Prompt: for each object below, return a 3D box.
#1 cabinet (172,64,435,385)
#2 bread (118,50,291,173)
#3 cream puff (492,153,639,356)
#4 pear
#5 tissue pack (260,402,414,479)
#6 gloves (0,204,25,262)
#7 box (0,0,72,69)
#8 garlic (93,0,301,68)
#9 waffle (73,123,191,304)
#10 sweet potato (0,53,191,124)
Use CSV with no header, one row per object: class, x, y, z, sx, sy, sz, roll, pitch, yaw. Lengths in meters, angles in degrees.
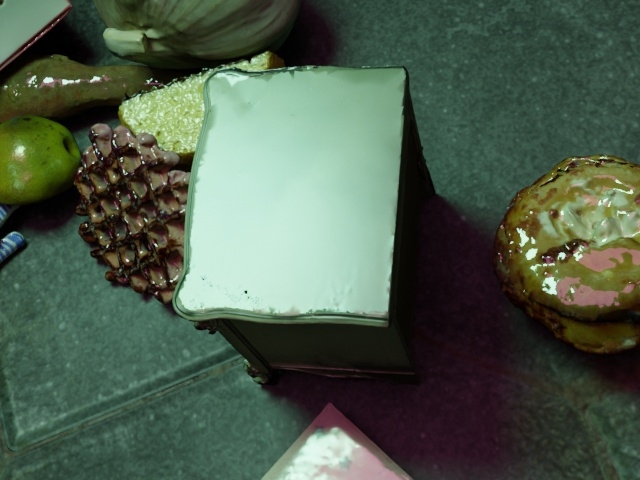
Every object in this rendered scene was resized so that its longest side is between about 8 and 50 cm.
cabinet,0.000,0.000,1.227,0.227,0.318,0.290,0,70,12
bread,-0.146,-0.151,1.428,0.260,0.129,0.134,-19,74,8
cream puff,0.323,0.023,1.225,0.240,0.164,0.240,-6,53,7
pear,-0.405,-0.118,1.466,0.141,0.104,0.141,-11,26,5
tissue pack,-0.034,0.366,1.224,0.170,0.071,0.325,38,81,26
gloves,-0.503,0.017,1.475,0.119,0.097,0.229,40,73,-9
box,-0.588,-0.374,1.475,0.300,0.314,0.312,-43,39,-8
garlic,-0.173,-0.352,1.414,0.321,0.322,0.241,-4,72,12
waffle,-0.245,-0.040,1.394,0.234,0.055,0.221,28,119,30
sweet potato,-0.376,-0.216,1.523,0.385,0.109,0.109,-6,68,12
